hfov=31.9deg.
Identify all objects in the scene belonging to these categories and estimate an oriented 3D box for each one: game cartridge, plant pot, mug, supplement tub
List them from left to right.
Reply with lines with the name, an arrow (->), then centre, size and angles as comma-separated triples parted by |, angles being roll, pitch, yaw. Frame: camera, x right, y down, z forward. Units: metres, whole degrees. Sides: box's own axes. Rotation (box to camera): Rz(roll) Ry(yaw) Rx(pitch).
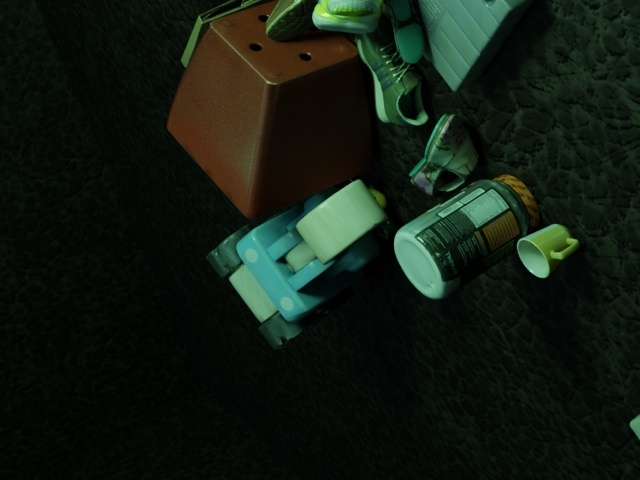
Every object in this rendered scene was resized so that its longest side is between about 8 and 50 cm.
plant pot -> -0.073, -0.241, 1.845 | 0.267, 0.267, 0.236 | 47, 146, 30
game cartridge -> 0.121, -0.384, 1.447 | 0.355, 0.068, 0.230 | 55, 164, 9
supplement tub -> 0.208, -0.010, 1.579 | 0.117, 0.190, 0.117 | 47, 156, 29
mug -> 0.319, 0.013, 1.535 | 0.078, 0.064, 0.062 | 40, 152, 41

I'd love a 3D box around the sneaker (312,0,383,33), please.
sneaker -> 0.045, -0.351, 1.505 | 0.240, 0.091, 0.126 | -162, 77, -81

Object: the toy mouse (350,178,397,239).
toy mouse -> 0.098, -0.055, 2.004 | 0.161, 0.031, 0.143 | 52, 170, 31

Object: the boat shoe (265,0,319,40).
boat shoe -> -0.022, -0.375, 1.705 | 0.178, 0.064, 0.060 | -42, 55, 32

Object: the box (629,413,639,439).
box -> 0.486, 0.196, 1.282 | 0.127, 0.148, 0.232 | 54, 159, 13

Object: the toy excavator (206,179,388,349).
toy excavator -> 0.000, 0.000, 1.980 | 0.445, 0.433, 0.222 | -39, 85, 33

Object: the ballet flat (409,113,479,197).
ballet flat -> 0.189, -0.119, 1.662 | 0.079, 0.077, 0.221 | 37, 162, 5

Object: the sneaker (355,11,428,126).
sneaker -> 0.115, -0.250, 1.655 | 0.086, 0.064, 0.192 | 25, 143, 44

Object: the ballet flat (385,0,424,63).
ballet flat -> 0.111, -0.291, 1.479 | 0.041, 0.041, 0.114 | 32, 147, 52

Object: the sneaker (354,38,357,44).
sneaker -> 0.069, -0.302, 1.713 | 0.032, 0.037, 0.083 | 30, 147, 50

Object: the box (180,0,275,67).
box -> -0.155, -0.374, 1.952 | 0.021, 0.164, 0.201 | 60, 160, 3
